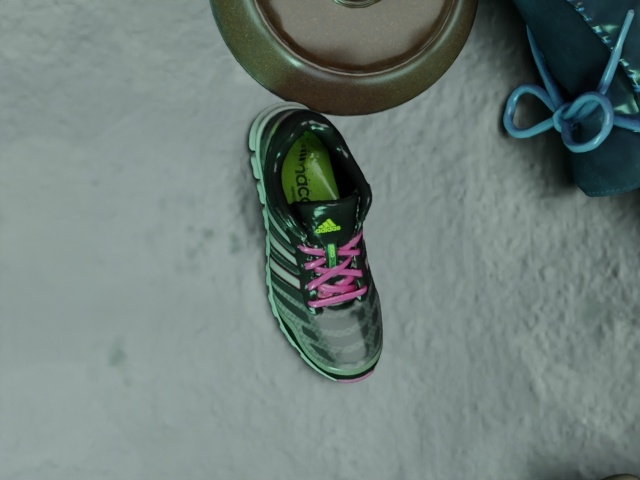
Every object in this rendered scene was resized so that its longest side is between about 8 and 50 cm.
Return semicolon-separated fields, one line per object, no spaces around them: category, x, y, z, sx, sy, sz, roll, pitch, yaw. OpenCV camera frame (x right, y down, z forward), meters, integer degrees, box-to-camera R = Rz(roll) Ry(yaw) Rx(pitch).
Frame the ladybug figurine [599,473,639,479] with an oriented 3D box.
ladybug figurine;0.248;0.343;0.958;0.305;0.162;0.449;-26;94;-8

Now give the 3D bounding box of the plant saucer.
plant saucer;0.017;-0.160;1.025;0.168;0.029;0.168;1;86;-10

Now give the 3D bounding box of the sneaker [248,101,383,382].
sneaker;0.000;0.000;0.986;0.063;0.075;0.170;-12;89;-12

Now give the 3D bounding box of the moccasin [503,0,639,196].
moccasin;0.196;-0.065;0.999;0.117;0.138;0.342;-45;94;1
